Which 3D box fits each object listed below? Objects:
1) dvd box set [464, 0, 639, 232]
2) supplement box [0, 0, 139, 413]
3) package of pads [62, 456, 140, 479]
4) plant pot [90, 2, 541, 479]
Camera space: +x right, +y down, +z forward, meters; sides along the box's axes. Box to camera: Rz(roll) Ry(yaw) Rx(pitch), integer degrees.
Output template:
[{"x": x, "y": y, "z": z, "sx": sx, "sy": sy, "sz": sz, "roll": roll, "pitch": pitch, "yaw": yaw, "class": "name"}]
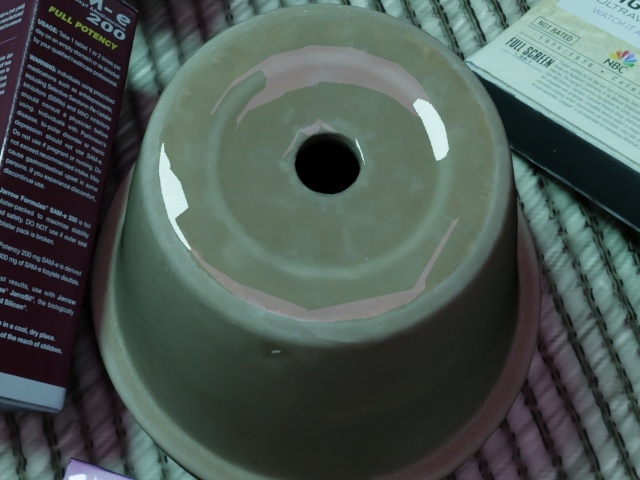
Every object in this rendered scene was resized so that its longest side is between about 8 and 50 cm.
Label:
[{"x": 0.341, "y": -0.143, "z": 0.563, "sx": 0.420, "sy": 0.062, "sz": 0.307, "roll": -40, "pitch": 55, "yaw": -13, "class": "dvd box set"}, {"x": -0.188, "y": -0.027, "z": 0.530, "sx": 0.130, "sy": 0.073, "sz": 0.239, "roll": -7, "pitch": 68, "yaw": 38, "class": "supplement box"}, {"x": -0.110, "y": 0.158, "z": 0.524, "sx": 0.083, "sy": 0.032, "sz": 0.050, "roll": 18, "pitch": 75, "yaw": 4, "class": "package of pads"}, {"x": 0.000, "y": 0.000, "z": 0.476, "sx": 0.263, "sy": 0.229, "sz": 0.263, "roll": 0, "pitch": 71, "yaw": -1, "class": "plant pot"}]
